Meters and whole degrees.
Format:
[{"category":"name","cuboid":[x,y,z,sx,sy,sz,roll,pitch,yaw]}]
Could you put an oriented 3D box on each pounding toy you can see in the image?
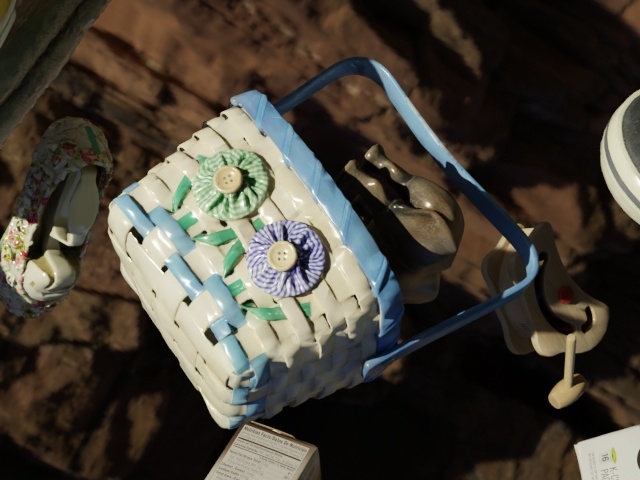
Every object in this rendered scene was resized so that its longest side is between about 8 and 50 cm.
[{"category":"pounding toy","cuboid":[0.370,0.101,1.654,0.155,0.154,0.270,-5,108,60]}]

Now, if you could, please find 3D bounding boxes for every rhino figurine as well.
[{"category":"rhino figurine","cuboid":[0.059,0.008,0.927,0.106,0.073,0.243,38,161,10]}]

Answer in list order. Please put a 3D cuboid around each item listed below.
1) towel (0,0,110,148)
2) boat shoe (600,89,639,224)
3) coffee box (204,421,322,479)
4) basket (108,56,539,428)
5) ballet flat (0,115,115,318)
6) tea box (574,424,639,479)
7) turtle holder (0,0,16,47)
[{"category":"towel","cuboid":[-0.280,-0.140,0.937,0.049,0.282,0.187,42,169,-35]},{"category":"boat shoe","cuboid":[0.444,-0.101,0.776,0.499,0.187,0.156,-6,146,-4]},{"category":"coffee box","cuboid":[-0.093,0.339,1.192,0.098,0.246,0.141,16,136,21]},{"category":"basket","cuboid":[0.000,0.000,0.886,0.255,0.289,0.201,51,154,19]},{"category":"ballet flat","cuboid":[-0.255,-0.005,1.057,0.091,0.241,0.077,-7,-140,-38]},{"category":"tea box","cuboid":[0.472,0.358,1.156,0.323,0.329,0.220,-21,133,23]},{"category":"turtle holder","cuboid":[-0.303,-0.186,0.760,0.320,0.228,0.243,-7,146,2]}]
